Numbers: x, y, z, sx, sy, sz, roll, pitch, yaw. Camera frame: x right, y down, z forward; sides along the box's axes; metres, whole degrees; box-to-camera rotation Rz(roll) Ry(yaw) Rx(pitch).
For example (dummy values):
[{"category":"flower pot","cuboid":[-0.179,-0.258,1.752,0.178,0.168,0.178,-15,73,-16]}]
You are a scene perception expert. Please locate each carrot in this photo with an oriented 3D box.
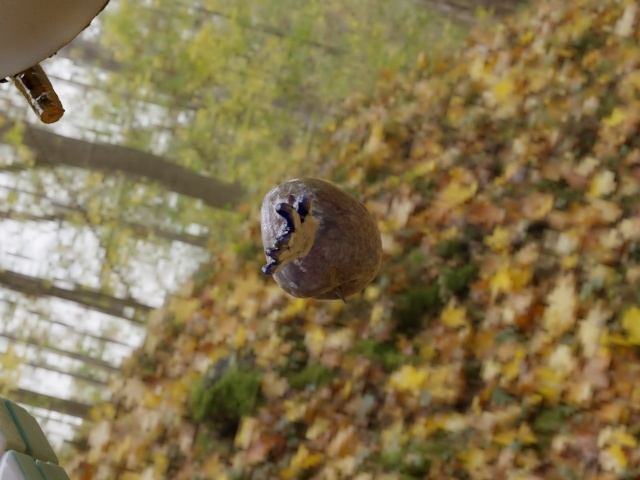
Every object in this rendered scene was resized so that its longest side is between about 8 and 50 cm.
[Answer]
[{"category":"carrot","cuboid":[-0.324,-0.186,1.471,0.170,0.042,0.042,52,146,29]}]

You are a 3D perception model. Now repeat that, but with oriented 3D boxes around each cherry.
[{"category":"cherry","cuboid":[0.001,-0.001,1.746,0.140,0.176,0.176,-29,28,28]}]

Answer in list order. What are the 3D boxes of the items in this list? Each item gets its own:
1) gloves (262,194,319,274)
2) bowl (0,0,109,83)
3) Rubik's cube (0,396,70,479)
[{"category":"gloves","cuboid":[-0.025,-0.007,1.068,0.086,0.026,0.064,-30,-39,-69]},{"category":"bowl","cuboid":[-0.367,-0.333,1.336,0.157,0.346,0.345,72,-150,-67]},{"category":"Rubik's cube","cuboid":[-0.419,0.386,1.547,0.321,0.319,0.316,59,173,13]}]
